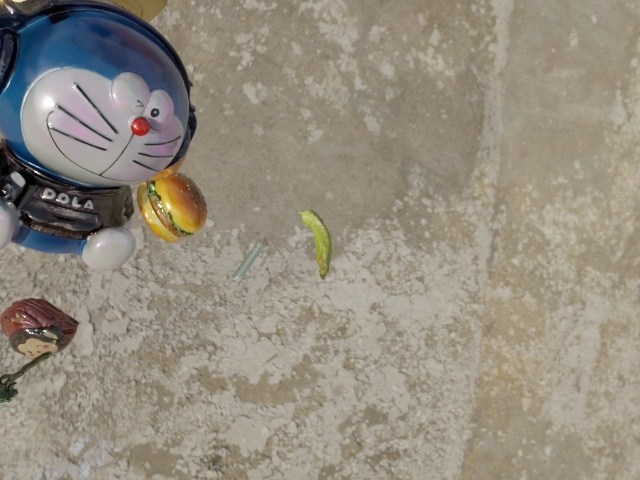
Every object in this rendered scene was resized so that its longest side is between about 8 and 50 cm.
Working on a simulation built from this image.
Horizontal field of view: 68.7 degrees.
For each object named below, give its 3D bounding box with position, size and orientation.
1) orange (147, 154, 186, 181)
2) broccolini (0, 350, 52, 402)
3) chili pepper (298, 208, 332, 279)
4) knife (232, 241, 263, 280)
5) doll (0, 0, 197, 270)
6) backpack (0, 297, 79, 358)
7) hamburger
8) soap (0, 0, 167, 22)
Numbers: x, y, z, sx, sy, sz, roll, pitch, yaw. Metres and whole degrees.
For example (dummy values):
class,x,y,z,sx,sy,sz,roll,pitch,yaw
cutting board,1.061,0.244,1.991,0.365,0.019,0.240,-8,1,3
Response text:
class,x,y,z,sx,sy,sz,roll,pitch,yaw
orange,-0.413,-0.226,1.134,0.177,0.177,0.155,5,75,-29
broccolini,-0.701,0.307,1.099,0.057,0.254,0.071,-18,101,3
chili pepper,0.001,0.000,1.018,0.048,0.208,0.043,23,123,-38
knife,-0.251,0.072,1.606,0.023,0.044,0.162,55,52,-34
doll,-0.301,-0.144,0.598,0.284,0.240,0.310,10,118,-50
backpack,-0.919,0.278,1.518,0.229,0.229,0.139,44,29,-21
hamburger,-0.471,-0.124,1.527,0.169,0.246,0.246,-25,103,6
soap,-0.438,-0.468,0.915,0.204,0.324,0.096,-39,103,11
